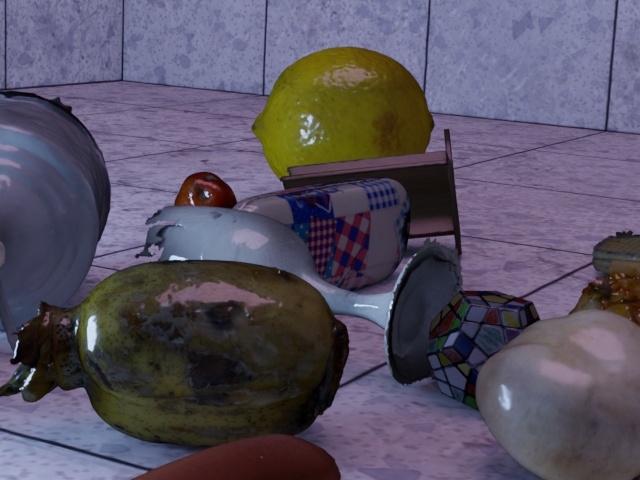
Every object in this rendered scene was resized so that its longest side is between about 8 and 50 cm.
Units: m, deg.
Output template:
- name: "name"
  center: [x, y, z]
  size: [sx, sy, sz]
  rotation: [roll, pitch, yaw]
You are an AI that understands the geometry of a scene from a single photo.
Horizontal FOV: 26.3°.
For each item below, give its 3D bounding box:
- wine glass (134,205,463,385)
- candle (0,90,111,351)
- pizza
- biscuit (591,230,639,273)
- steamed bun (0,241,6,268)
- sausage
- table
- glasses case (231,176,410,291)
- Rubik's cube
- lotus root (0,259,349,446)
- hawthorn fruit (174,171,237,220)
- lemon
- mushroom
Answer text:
- name: "wine glass"
  center: [-0.026, 0.043, 1.302]
  size: [0.321, 0.143, 0.143]
  rotation: [10, 13, 34]
- name: "candle"
  center: [-0.328, -0.034, 1.409]
  size: [0.221, 0.221, 0.342]
  rotation: [1, 12, -8]
- name: "pizza"
  center: [0.340, 0.078, 1.371]
  size: [0.182, 0.074, 0.365]
  rotation: [-1, 12, 1]
- name: "biscuit"
  center: [0.479, 0.029, 1.724]
  size: [0.250, 0.046, 0.147]
  rotation: [9, 14, 24]
- name: "steamed bun"
  center: [-0.421, 0.018, 1.178]
  size: [0.200, 0.170, 0.225]
  rotation: [-26, 3, 27]
- name: "sausage"
  center: [-0.063, 0.165, 0.854]
  size: [0.077, 0.077, 0.194]
  rotation: [12, 14, 39]
- name: "table"
  center: [0.068, -0.054, 1.817]
  size: [0.226, 0.167, 0.167]
  rotation: [-5, 11, 6]
- name: "glasses case"
  center: [0.000, 0.000, 1.551]
  size: [0.076, 0.125, 0.327]
  rotation: [10, 13, 36]
- name: "Rubik's cube"
  center: [0.146, 0.095, 1.192]
  size: [0.111, 0.111, 0.093]
  rotation: [14, 38, 44]
- name: "lotus root"
  center: [-0.116, 0.083, 1.058]
  size: [0.278, 0.154, 0.154]
  rotation: [-1, 11, 0]
- name: "hawthorn fruit"
  center: [-0.156, -0.049, 1.899]
  size: [0.093, 0.093, 0.093]
  rotation: [3, 11, -1]
- name: "lemon"
  center: [0.038, -0.179, 2.149]
  size: [0.267, 0.267, 0.267]
  rotation: [3, 11, -1]
- name: "mushroom"
  center: [0.192, 0.123, 1.034]
  size: [0.154, 0.122, 0.154]
  rotation: [5, 49, -6]
